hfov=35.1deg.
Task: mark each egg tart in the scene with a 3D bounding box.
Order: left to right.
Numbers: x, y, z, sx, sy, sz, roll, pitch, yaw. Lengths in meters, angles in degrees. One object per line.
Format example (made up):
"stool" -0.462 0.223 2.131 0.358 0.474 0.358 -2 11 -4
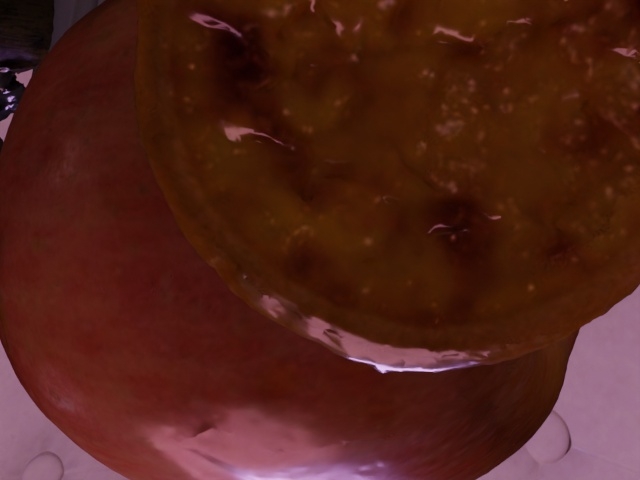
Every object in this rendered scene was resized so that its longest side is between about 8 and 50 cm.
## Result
"egg tart" 0.044 -0.061 0.397 0.203 0.202 0.147 12 -167 7

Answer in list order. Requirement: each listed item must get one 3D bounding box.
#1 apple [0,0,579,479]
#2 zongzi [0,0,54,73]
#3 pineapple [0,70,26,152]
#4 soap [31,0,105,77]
"apple" 0.000 0.000 0.679 0.347 0.391 0.391 -2 178 24
"zongzi" -0.270 -0.176 0.611 0.286 0.138 0.300 3 179 -34
"pineapple" -0.294 -0.132 0.845 0.125 0.251 0.125 2 -174 0
"soap" -0.192 -0.108 0.949 0.160 0.265 0.087 10 -176 -10
